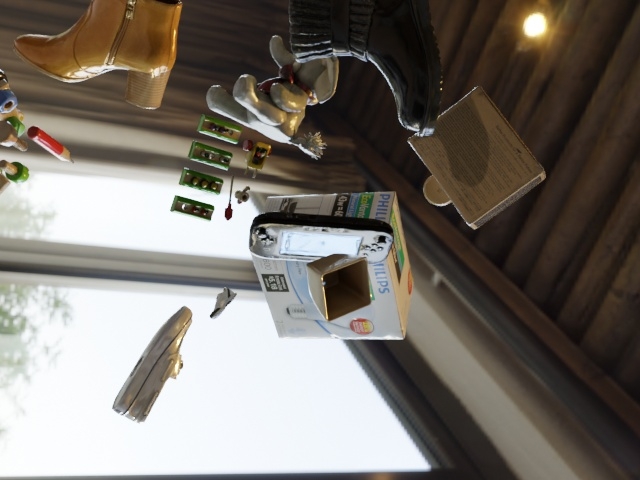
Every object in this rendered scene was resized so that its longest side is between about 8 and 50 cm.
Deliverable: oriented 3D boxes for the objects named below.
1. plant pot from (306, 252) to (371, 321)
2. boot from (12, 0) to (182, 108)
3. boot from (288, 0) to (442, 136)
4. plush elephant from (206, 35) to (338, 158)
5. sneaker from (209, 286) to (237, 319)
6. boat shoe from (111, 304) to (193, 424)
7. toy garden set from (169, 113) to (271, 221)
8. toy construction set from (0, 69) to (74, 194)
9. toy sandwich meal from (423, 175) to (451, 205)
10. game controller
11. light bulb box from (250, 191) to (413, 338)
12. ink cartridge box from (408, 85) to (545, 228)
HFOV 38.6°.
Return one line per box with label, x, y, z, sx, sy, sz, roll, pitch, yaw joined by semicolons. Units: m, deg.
plant pot;0.029;0.084;1.853;0.096;0.109;0.109;30;-46;53
boot;-0.366;-0.360;1.505;0.104;0.295;0.211;-54;164;-56
boot;0.076;-0.346;1.689;0.131;0.260;0.348;100;-17;-76
plush elephant;-0.080;-0.397;2.340;0.255;0.330;0.272;-64;-163;-10
sneaker;-0.280;0.176;2.552;0.109;0.043;0.040;-51;179;-36
boat shoe;-0.329;0.258;1.896;0.258;0.084;0.095;-57;-163;-10
toy garden set;-0.229;-0.157;2.205;0.049;0.203;0.244;26;-82;51
toy construction set;-0.589;-0.177;1.663;0.237;0.308;0.258;49;60;-71
toy sandwich meal;0.281;-0.121;2.122;0.029;0.085;0.086;-48;159;-63
game controller;0.000;0.000;2.036;0.166;0.319;0.067;100;-7;-51
light bulb box;0.042;0.073;2.467;0.225;0.361;0.358;-75;157;-45
ink cartridge box;0.332;-0.173;1.942;0.193;0.088;0.235;-36;-107;10
